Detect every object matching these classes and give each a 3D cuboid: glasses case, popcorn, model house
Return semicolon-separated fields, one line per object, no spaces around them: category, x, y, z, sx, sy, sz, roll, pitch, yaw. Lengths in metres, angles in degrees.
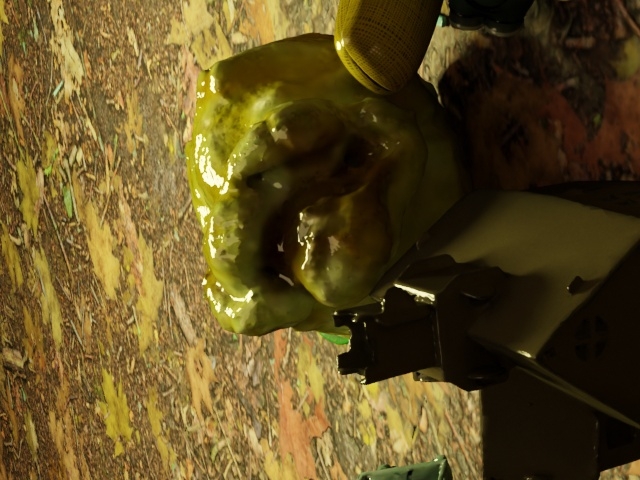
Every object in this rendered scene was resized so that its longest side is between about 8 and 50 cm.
glasses case;0.062;-0.213;1.042;0.064;0.079;0.234;-17;47;41
popcorn;-0.001;-0.042;1.099;0.225;0.276;0.276;-53;43;16
model house;0.126;0.071;0.911;0.211;0.243;0.204;16;113;63

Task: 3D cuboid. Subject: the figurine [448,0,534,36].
figurine;0.127;-0.235;0.956;0.147;0.126;0.192;19;126;16

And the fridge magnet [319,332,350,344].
fridge magnet;0.000;0.000;1.344;0.208;0.088;0.208;35;129;57

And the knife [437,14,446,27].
knife;0.084;-0.200;1.189;0.091;0.005;0.014;-140;44;-55

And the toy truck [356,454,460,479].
toy truck;0.105;0.300;0.991;0.338;0.133;0.184;55;-145;-33
